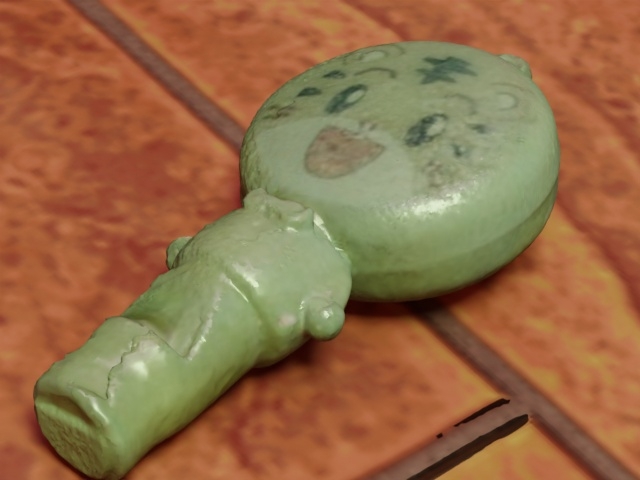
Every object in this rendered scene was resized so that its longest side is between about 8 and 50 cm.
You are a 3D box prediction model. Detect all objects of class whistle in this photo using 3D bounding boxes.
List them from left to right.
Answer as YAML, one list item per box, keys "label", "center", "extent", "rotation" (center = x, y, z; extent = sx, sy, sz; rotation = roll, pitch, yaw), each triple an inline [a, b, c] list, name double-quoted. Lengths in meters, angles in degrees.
- label: "whistle"
  center: [0.000, 0.000, 0.663]
  extent: [0.126, 0.067, 0.258]
  rotation: [22, 47, 36]
